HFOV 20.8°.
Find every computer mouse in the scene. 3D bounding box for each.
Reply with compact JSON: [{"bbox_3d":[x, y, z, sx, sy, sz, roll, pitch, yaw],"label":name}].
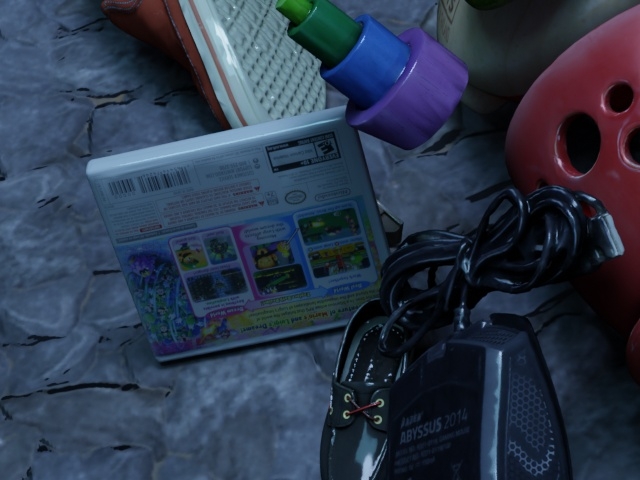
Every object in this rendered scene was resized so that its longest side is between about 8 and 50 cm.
[{"bbox_3d":[0.091,0.117,0.902,0.188,0.072,0.272,-22,57,58],"label":"computer mouse"}]

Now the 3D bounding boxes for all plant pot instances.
[{"bbox_3d":[0.215,-0.015,0.937,0.191,0.191,0.174,-21,60,0],"label":"plant pot"}]

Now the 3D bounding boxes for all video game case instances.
[{"bbox_3d":[-0.042,-0.001,1.024,0.157,0.143,0.019,-12,34,7],"label":"video game case"}]

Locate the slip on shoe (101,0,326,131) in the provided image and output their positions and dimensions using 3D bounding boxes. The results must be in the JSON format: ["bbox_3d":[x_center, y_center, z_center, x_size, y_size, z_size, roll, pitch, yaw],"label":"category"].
[{"bbox_3d":[-0.094,-0.168,1.194,0.101,0.123,0.331,-46,54,22],"label":"slip on shoe"}]

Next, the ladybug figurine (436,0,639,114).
[{"bbox_3d":[0.246,-0.238,1.029,0.449,0.162,0.305,-48,22,20],"label":"ladybug figurine"}]

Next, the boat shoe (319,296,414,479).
[{"bbox_3d":[0.025,0.094,0.999,0.049,0.042,0.133,4,57,16],"label":"boat shoe"}]

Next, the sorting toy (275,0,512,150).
[{"bbox_3d":[0.094,-0.230,0.942,0.365,0.126,0.127,-56,20,-5],"label":"sorting toy"}]

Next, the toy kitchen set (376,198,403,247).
[{"bbox_3d":[0.000,0.000,1.050,0.068,0.083,0.075,40,71,15],"label":"toy kitchen set"}]
